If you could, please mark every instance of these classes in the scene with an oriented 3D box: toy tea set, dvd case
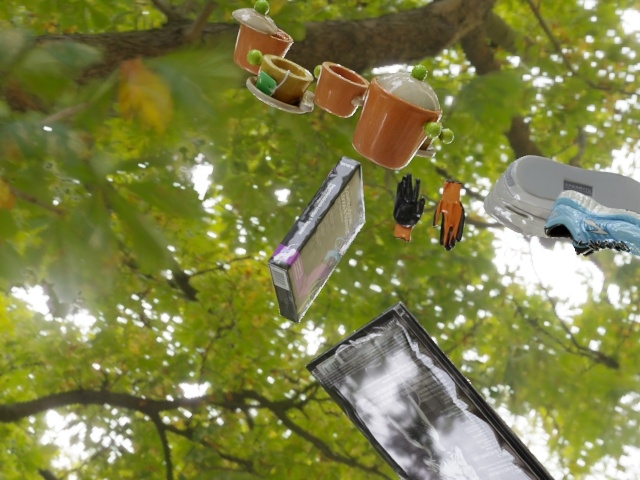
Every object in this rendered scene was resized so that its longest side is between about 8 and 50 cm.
[{"bbox_3d":[0.026,-0.216,1.044,0.124,0.336,0.200,-64,-4,23],"label":"toy tea set"},{"bbox_3d":[0.098,0.172,0.757,0.221,0.164,0.018,50,-130,1],"label":"dvd case"}]

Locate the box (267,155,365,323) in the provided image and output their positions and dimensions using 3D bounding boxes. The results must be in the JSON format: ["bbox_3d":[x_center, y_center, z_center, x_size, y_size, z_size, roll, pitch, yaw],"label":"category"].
[{"bbox_3d":[0.000,0.000,0.917,0.162,0.029,0.116,-57,-22,-27],"label":"box"}]

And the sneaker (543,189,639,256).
[{"bbox_3d":[0.347,-0.001,1.004,0.073,0.162,0.063,-49,-48,-12],"label":"sneaker"}]

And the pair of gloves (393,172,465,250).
[{"bbox_3d":[0.112,-0.030,0.844,0.010,0.083,0.074,-17,-65,-51],"label":"pair of gloves"}]

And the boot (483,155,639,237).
[{"bbox_3d":[0.373,-0.046,1.204,0.258,0.123,0.095,19,-114,-6],"label":"boot"}]
